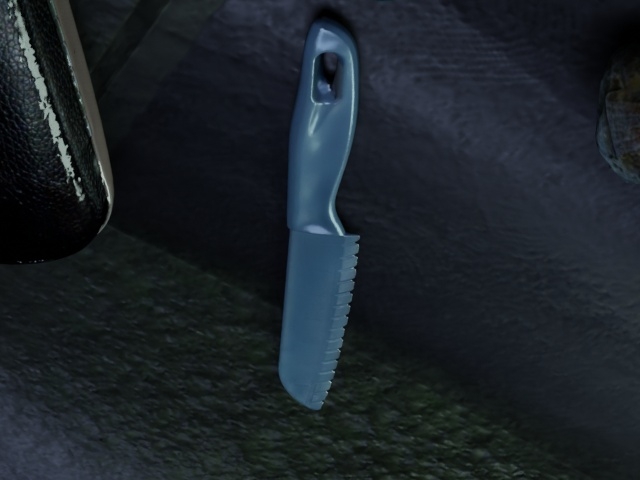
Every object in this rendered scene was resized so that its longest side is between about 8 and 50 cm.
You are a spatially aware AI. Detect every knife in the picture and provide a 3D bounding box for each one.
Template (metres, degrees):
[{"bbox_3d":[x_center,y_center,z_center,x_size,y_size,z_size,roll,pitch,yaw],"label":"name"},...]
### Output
[{"bbox_3d":[0.000,0.000,0.797,0.044,0.019,0.313,6,137,0],"label":"knife"}]

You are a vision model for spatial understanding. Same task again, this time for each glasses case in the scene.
[{"bbox_3d":[-0.183,-0.105,0.679,0.122,0.075,0.314,1,135,12],"label":"glasses case"}]

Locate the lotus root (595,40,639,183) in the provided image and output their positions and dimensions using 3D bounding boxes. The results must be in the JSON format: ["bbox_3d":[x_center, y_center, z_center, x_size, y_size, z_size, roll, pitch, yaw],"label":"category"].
[{"bbox_3d":[0.260,-0.048,0.556,0.349,0.175,0.175,22,153,49],"label":"lotus root"}]
